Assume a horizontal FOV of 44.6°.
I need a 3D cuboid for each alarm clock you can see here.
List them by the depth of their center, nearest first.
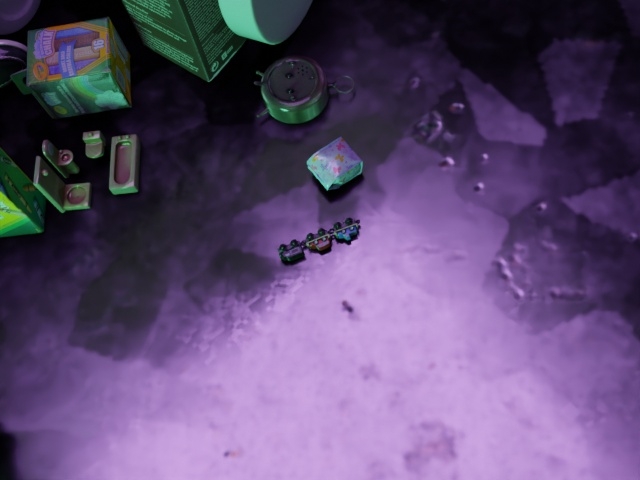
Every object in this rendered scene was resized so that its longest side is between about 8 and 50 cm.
[{"bbox_3d":[-0.031,-0.297,1.505,0.192,0.064,0.129,-4,67,2],"label":"alarm clock"}]

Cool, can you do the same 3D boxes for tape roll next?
[{"bbox_3d":[-0.074,-0.563,1.441,0.072,0.392,0.392,20,71,14],"label":"tape roll"}]

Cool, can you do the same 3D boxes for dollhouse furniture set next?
[{"bbox_3d":[-0.432,-0.149,1.457,0.151,0.123,0.144,-5,67,5],"label":"dollhouse furniture set"}]

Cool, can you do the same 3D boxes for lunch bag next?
[{"bbox_3d":[0.025,-0.138,1.436,0.083,0.053,0.071,-34,70,-18],"label":"lunch bag"}]

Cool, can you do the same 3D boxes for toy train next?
[{"bbox_3d":[0.000,0.000,1.395,0.158,0.027,0.036,-22,70,-2],"label":"toy train"}]

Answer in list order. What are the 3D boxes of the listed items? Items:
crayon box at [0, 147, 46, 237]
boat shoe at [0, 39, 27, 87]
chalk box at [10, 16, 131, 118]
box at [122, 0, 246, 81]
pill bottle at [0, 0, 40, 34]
[{"bbox_3d":[-0.622,-0.097,1.375,0.165,0.278,0.081,-6,65,5],"label":"crayon box"},{"bbox_3d":[-0.731,-0.295,1.553,0.340,0.127,0.113,-15,66,3],"label":"boat shoe"},{"bbox_3d":[-0.496,-0.334,1.537,0.213,0.132,0.132,-8,67,2],"label":"chalk box"},{"bbox_3d":[-0.279,-0.487,1.437,0.191,0.381,0.143,32,74,18],"label":"box"},{"bbox_3d":[-0.759,-0.574,1.641,0.323,0.181,0.181,30,74,17],"label":"pill bottle"}]
